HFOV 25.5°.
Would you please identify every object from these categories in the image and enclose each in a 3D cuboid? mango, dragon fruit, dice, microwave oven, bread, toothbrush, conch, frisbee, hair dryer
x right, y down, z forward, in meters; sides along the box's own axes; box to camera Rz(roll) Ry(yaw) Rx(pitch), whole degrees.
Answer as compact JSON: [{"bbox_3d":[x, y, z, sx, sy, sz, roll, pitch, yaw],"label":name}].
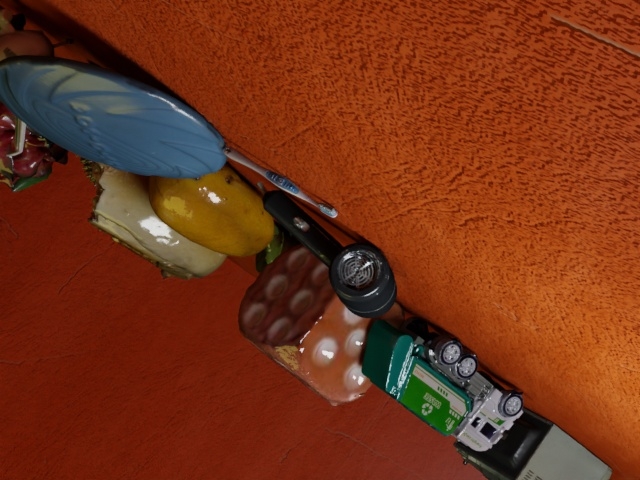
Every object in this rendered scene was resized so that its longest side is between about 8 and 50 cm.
[{"bbox_3d":[-0.143,-0.047,1.878,0.147,0.109,0.227,4,158,29],"label":"mango"},{"bbox_3d":[-0.484,-0.213,2.106,0.234,0.234,0.293,31,159,40],"label":"dragon fruit"},{"bbox_3d":[-0.002,0.118,2.038,0.179,0.175,0.174,39,174,-39],"label":"dice"},{"bbox_3d":[0.328,0.348,2.229,0.163,0.129,0.205,37,174,-22],"label":"microwave oven"},{"bbox_3d":[-0.213,-0.038,2.035,0.192,0.171,0.314,32,175,14],"label":"bread"},{"bbox_3d":[-0.046,-0.066,1.585,0.162,0.014,0.017,30,168,26],"label":"toothbrush"},{"bbox_3d":[-0.068,0.018,2.174,0.106,0.079,0.170,26,155,30],"label":"conch"},{"bbox_3d":[-0.251,-0.127,1.645,0.290,0.049,0.289,15,163,5],"label":"frisbee"},{"bbox_3d":[0.000,0.000,1.683,0.219,0.071,0.124,43,175,17],"label":"hair dryer"}]

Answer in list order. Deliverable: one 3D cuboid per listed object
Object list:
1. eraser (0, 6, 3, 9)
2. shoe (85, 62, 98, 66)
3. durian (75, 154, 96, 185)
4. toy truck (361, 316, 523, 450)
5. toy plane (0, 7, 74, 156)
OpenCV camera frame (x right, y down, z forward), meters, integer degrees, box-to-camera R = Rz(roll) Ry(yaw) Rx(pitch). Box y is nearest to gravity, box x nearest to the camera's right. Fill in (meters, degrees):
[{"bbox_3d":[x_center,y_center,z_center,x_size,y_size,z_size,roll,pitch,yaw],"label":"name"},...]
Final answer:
[{"bbox_3d":[-0.467,-0.322,1.920,0.085,0.027,0.063,30,171,46],"label":"eraser"},{"bbox_3d":[-0.244,-0.163,1.797,0.179,0.049,0.071,35,174,13],"label":"shoe"},{"bbox_3d":[-0.397,-0.152,2.585,0.146,0.102,0.208,39,174,40],"label":"durian"},{"bbox_3d":[0.169,0.199,1.998,0.253,0.124,0.114,41,175,-29],"label":"toy truck"},{"bbox_3d":[-0.385,-0.232,1.759,0.255,0.101,0.251,2,112,54],"label":"toy plane"}]
